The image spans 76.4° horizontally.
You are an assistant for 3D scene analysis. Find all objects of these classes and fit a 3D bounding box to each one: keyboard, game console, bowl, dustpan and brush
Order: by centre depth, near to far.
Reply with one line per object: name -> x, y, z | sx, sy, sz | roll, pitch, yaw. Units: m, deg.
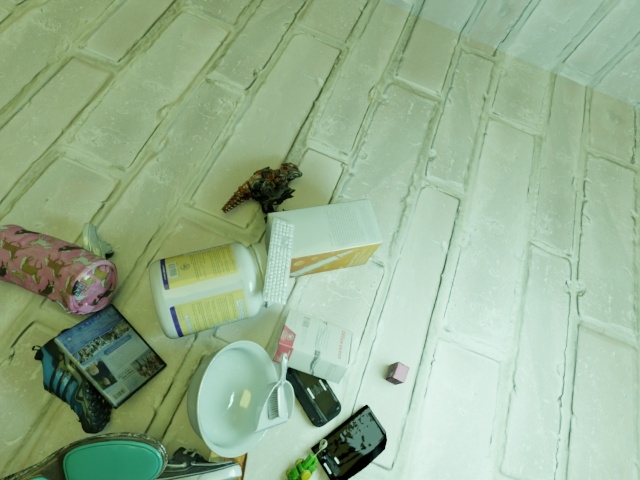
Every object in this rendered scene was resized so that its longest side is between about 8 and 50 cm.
bowl -> -0.264, 0.431, 1.137 | 0.298, 0.134, 0.297 | 17, 68, -52
dustpan and brush -> -0.120, 0.432, 1.170 | 0.147, 0.061, 0.210 | 11, 74, -53
keyboard -> -0.121, 0.058, 1.191 | 0.072, 0.014, 0.255 | 13, 66, -19
game console -> 0.033, 0.522, 1.238 | 0.213, 0.044, 0.361 | -29, 76, -22

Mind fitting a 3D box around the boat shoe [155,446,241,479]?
boat shoe -> -0.359, 0.600, 1.073 | 0.302, 0.108, 0.102 | -11, 59, 6

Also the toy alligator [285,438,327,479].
toy alligator -> -0.037, 0.645, 1.148 | 0.190, 0.056, 0.051 | -44, 117, -5

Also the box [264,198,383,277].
box -> 0.000, 0.000, 1.371 | 0.346, 0.215, 0.168 | -9, 69, -14

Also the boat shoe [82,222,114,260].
boat shoe -> -0.701, 0.047, 1.296 | 0.081, 0.079, 0.227 | -11, 74, -23

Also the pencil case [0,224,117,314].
pencil case -> -0.793, 0.079, 1.176 | 0.387, 0.159, 0.167 | 19, 24, 13

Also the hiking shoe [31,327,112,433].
hiking shoe -> -0.685, 0.401, 1.131 | 0.132, 0.113, 0.303 | -31, 72, 0

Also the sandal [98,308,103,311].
sandal -> -0.720, 0.208, 1.222 | 0.180, 0.067, 0.040 | 17, 75, -6

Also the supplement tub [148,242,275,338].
supplement tub -> -0.320, 0.140, 1.231 | 0.332, 0.241, 0.240 | -13, 69, -17

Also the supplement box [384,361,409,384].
supplement box -> 0.244, 0.425, 1.299 | 0.043, 0.083, 0.054 | 27, 65, 2

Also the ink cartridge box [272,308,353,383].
ink cartridge box -> -0.020, 0.324, 1.256 | 0.218, 0.092, 0.158 | 19, 32, -1

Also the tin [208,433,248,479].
tin -> -0.264, 0.642, 1.128 | 0.106, 0.040, 0.189 | 12, 65, -10

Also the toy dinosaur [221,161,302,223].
toy dinosaur -> -0.198, -0.172, 1.477 | 0.322, 0.164, 0.218 | -40, 63, -6

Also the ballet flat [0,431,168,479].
ballet flat -> -0.626, 0.579, 1.005 | 0.484, 0.182, 0.163 | -16, 90, -16

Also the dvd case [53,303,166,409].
dvd case -> -0.586, 0.320, 1.151 | 0.253, 0.022, 0.180 | 48, 36, 1
